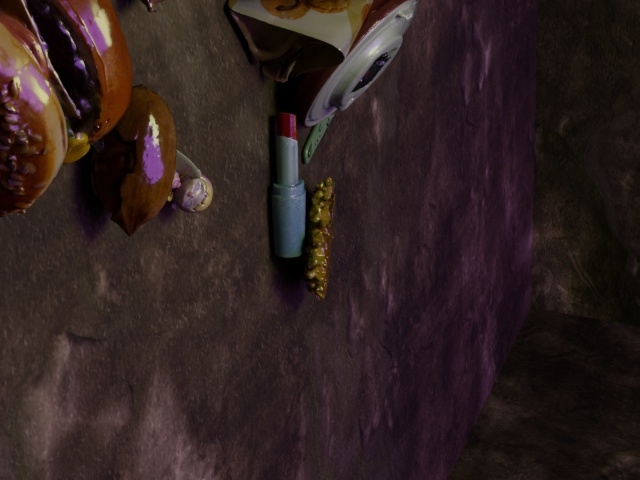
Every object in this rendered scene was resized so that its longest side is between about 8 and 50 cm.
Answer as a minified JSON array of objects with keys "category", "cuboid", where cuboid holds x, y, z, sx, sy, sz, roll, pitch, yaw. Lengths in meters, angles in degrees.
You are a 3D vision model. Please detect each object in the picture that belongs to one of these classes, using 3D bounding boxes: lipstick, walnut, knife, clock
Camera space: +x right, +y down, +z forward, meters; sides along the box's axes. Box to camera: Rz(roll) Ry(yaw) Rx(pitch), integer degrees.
[{"category":"lipstick","cuboid":[-0.059,-0.105,1.859,0.068,0.061,0.274,-34,129,-55]},{"category":"walnut","cuboid":[-0.254,-0.108,1.369,0.115,0.115,0.207,-12,107,-65]},{"category":"knife","cuboid":[0.021,-0.270,2.035,0.043,0.019,0.293,70,38,-51]},{"category":"clock","cuboid":[0.073,-0.330,1.863,0.318,0.080,0.318,-48,175,-5]}]

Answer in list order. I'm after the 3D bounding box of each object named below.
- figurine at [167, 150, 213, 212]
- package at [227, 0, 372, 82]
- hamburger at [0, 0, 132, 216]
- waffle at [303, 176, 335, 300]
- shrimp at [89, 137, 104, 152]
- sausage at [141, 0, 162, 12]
[{"category":"figurine","cuboid":[-0.226,-0.097,1.501,0.187,0.083,0.083,32,69,-49]},{"category":"package","cuboid":[-0.007,-0.432,1.741,0.165,0.221,0.311,97,12,-65]},{"category":"hamburger","cuboid":[-0.341,-0.162,0.969,0.225,0.290,0.291,-56,146,-39]},{"category":"waffle","cuboid":[0.000,0.000,1.971,0.232,0.051,0.229,89,5,-66]},{"category":"shrimp","cuboid":[-0.333,-0.229,1.223,0.169,0.058,0.296,-38,128,-48]},{"category":"sausage","cuboid":[-0.176,-0.503,1.438,0.088,0.087,0.433,59,45,-56]}]
